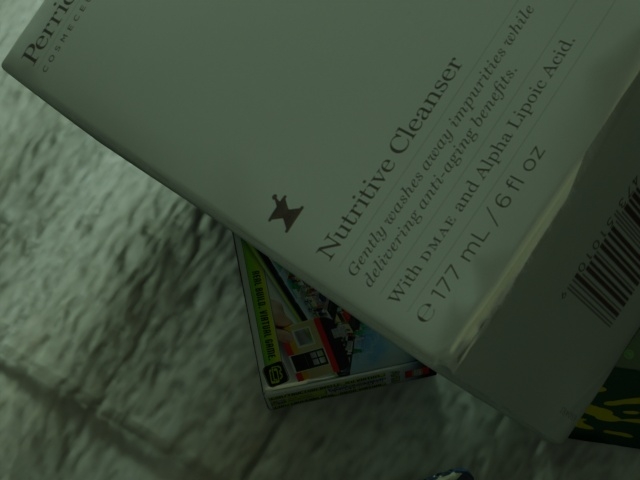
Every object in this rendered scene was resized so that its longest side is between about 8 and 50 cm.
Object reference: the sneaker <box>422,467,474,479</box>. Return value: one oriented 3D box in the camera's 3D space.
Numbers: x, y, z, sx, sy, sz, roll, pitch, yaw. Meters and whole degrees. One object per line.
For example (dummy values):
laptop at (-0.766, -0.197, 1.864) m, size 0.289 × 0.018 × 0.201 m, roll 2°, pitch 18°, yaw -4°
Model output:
sneaker at (0.047, 0.192, 0.765) m, size 0.135 × 0.052 × 0.058 m, roll -41°, pitch 80°, yaw -4°

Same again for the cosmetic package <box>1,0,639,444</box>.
cosmetic package at (0.020, -0.084, 0.710) m, size 0.385 × 0.156 × 0.217 m, roll 31°, pitch 87°, yaw 38°

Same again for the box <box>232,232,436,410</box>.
box at (0.000, 0.000, 0.848) m, size 0.114 × 0.036 × 0.207 m, roll -12°, pitch 67°, yaw -1°

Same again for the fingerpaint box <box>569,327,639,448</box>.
fingerpaint box at (0.349, -0.084, 0.784) m, size 0.371 × 0.163 × 0.444 m, roll 8°, pitch 69°, yaw 8°
